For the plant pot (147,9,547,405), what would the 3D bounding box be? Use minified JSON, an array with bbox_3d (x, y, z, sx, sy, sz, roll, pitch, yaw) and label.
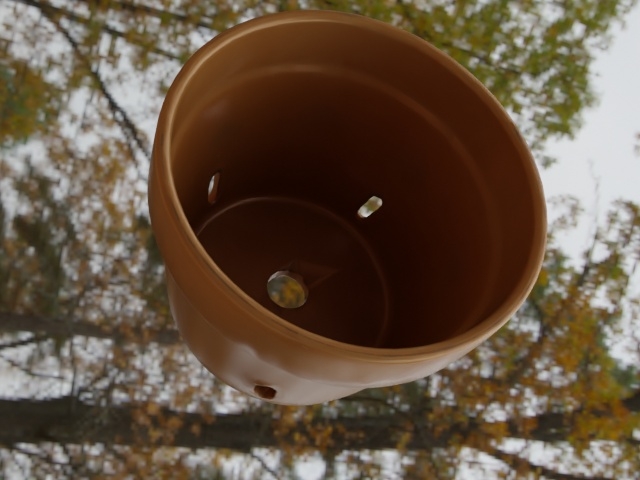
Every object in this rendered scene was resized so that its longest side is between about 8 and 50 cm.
[{"bbox_3d":[0.000,0.000,0.878,0.203,0.290,0.291,120,-31,-55],"label":"plant pot"}]
